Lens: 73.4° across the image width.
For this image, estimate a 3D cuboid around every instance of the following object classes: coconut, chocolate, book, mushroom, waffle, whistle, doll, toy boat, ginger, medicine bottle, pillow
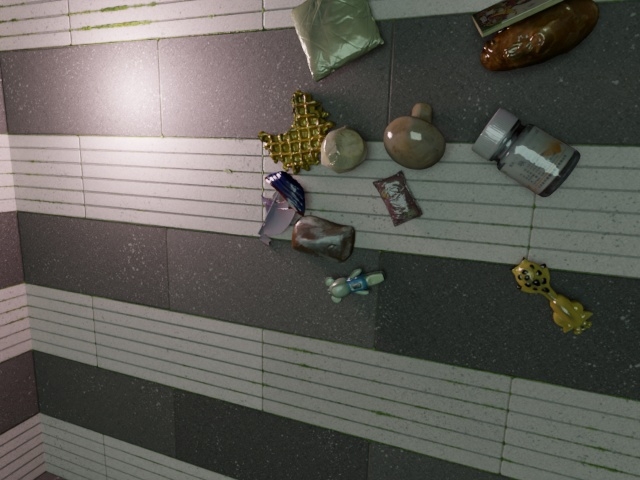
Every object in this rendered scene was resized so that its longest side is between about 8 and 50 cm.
[{"bbox_3d":[0.075,-0.316,1.521,0.160,0.162,0.161,3,80,-15],"label":"coconut"},{"bbox_3d":[0.000,-0.001,1.651,0.253,0.080,0.157,16,105,18],"label":"chocolate"},{"bbox_3d":[0.603,-0.686,1.216,0.322,0.229,0.018,-19,124,23],"label":"book"},{"bbox_3d":[0.312,-0.335,1.427,0.206,0.209,0.207,10,133,11],"label":"mushroom"},{"bbox_3d":[-0.086,-0.393,1.618,0.260,0.069,0.293,47,114,8],"label":"waffle"},{"bbox_3d":[0.134,0.162,1.637,0.235,0.077,0.114,-19,102,18],"label":"whistle"},{"bbox_3d":[0.745,0.176,1.389,0.291,0.086,0.117,46,117,10],"label":"doll"},{"bbox_3d":[-0.156,-0.111,1.689,0.218,0.071,0.319,21,110,30],"label":"toy boat"},{"bbox_3d":[0.625,-0.597,1.240,0.320,0.172,0.165,-17,100,22],"label":"ginger"},{"bbox_3d":[0.619,-0.268,1.309,0.273,0.165,0.165,36,111,10],"label":"medicine bottle"},{"bbox_3d":[0.054,-0.738,1.493,0.274,0.076,0.281,-22,86,21],"label":"pillow"},{"bbox_3d":[0.276,-0.150,1.535,0.118,0.043,0.185,-24,94,17],"label":"pillow"}]
